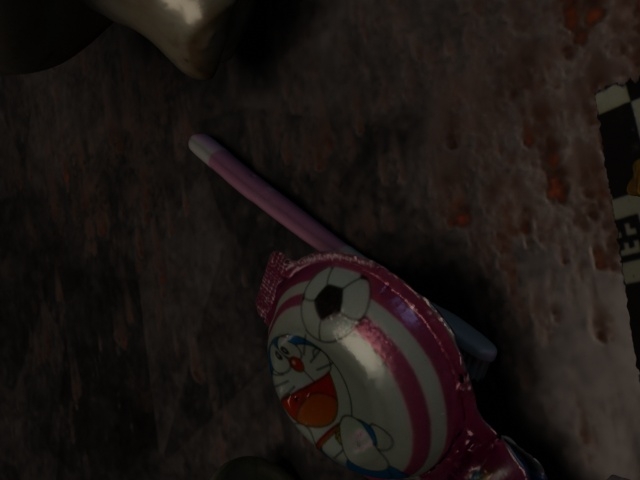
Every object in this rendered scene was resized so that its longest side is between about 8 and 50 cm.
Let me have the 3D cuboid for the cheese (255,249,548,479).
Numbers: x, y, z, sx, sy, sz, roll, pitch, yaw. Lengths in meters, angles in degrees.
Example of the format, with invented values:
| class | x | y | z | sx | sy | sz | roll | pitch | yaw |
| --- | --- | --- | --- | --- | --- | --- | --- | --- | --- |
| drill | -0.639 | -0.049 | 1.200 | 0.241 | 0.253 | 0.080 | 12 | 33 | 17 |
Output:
| class | x | y | z | sx | sy | sz | roll | pitch | yaw |
| --- | --- | --- | --- | --- | --- | --- | --- | --- | --- |
| cheese | 0.048 | 0.098 | 0.507 | 0.244 | 0.062 | 0.155 | 42 | 137 | 20 |

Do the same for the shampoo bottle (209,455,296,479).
| class | x | y | z | sx | sy | sz | roll | pitch | yaw |
| --- | --- | --- | --- | --- | --- | --- | --- | --- | --- |
| shampoo bottle | -0.091 | 0.262 | 0.638 | 0.234 | 0.087 | 0.118 | -52 | 39 | 33 |

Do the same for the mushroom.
| class | x | y | z | sx | sy | sz | roll | pitch | yaw |
| --- | --- | --- | --- | --- | --- | --- | --- | --- | --- |
| mushroom | -0.142 | -0.201 | 0.587 | 0.244 | 0.244 | 0.243 | 4 | 95 | 44 |

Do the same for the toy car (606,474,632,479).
| class | x | y | z | sx | sy | sz | roll | pitch | yaw |
| --- | --- | --- | --- | --- | --- | --- | --- | --- | --- |
| toy car | 0.173 | 0.163 | 0.330 | 0.089 | 0.108 | 0.210 | 56 | 157 | -19 |

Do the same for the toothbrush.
| class | x | y | z | sx | sy | sz | roll | pitch | yaw |
| --- | --- | --- | --- | --- | --- | --- | --- | --- | --- |
| toothbrush | 0.000 | 0.000 | 0.584 | 0.286 | 0.020 | 0.025 | 38 | 124 | 35 |

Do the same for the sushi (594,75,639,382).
| class | x | y | z | sx | sy | sz | roll | pitch | yaw |
| --- | --- | --- | --- | --- | --- | --- | --- | --- | --- |
| sushi | 0.179 | 0.020 | 0.359 | 0.192 | 0.051 | 0.215 | -14 | 83 | 59 |
